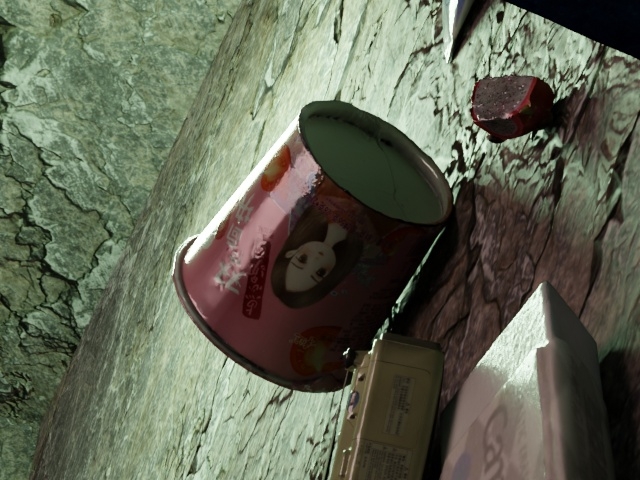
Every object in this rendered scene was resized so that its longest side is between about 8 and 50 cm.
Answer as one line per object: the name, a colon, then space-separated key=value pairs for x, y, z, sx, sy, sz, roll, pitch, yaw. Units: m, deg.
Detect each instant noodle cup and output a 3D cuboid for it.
instant noodle cup: x=0.000 y=0.000 z=1.787 sx=0.231 sy=0.243 sz=0.243 roll=-55 pitch=20 yaw=30

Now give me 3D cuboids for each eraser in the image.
eraser: x=0.147 y=0.238 z=1.182 sx=0.397 sy=0.082 sz=0.213 roll=-86 pitch=22 yaw=-48

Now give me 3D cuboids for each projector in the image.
projector: x=0.048 y=0.209 z=1.429 sx=0.269 sy=0.088 sz=0.193 roll=89 pitch=-168 yaw=-64

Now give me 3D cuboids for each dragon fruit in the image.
dragon fruit: x=0.182 y=-0.120 z=1.585 sx=0.083 sy=0.060 sz=0.056 roll=-2 pitch=63 yaw=43

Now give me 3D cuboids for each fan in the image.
fan: x=-0.002 y=0.265 z=1.643 sx=0.414 sy=0.012 sz=0.233 roll=100 pitch=-176 yaw=-60

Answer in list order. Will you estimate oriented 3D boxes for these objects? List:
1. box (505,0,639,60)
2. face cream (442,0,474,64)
box: x=0.240 y=-0.238 z=1.115 sx=0.116 sy=0.261 sz=0.279 roll=-52 pitch=22 yaw=45
face cream: x=0.202 y=-0.429 z=1.898 sx=0.235 sy=0.137 sz=0.420 roll=-88 pitch=11 yaw=-47
